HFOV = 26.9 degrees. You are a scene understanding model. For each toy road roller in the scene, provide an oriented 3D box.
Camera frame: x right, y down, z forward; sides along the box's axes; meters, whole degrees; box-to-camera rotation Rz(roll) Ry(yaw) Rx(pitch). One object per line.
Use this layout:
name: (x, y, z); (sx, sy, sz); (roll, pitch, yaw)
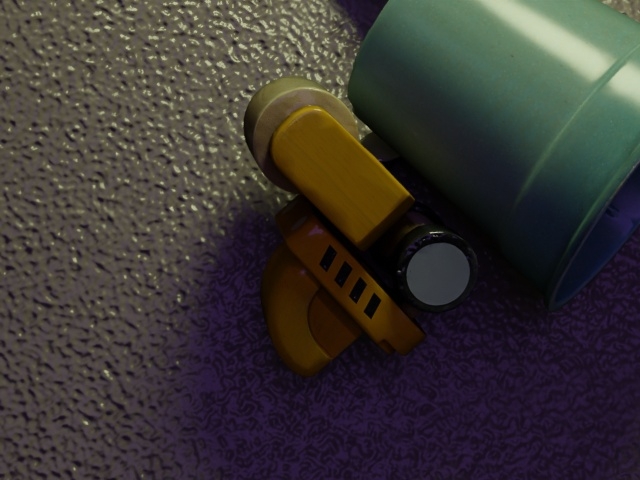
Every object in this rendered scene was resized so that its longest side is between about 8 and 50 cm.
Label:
toy road roller: (0.000, 0.000, 1.507); (0.240, 0.202, 0.329); (-42, 104, 3)

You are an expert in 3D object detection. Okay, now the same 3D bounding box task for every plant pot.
plant pot: (0.234, -0.153, 1.512); (0.334, 0.341, 0.341); (39, 77, 17)

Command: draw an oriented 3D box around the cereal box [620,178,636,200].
cereal box: (0.442, -0.173, 1.660); (0.240, 0.047, 0.173); (-28, 81, 1)

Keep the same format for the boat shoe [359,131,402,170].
boat shoe: (0.059, -0.097, 1.636); (0.133, 0.042, 0.049); (-29, 57, -11)
